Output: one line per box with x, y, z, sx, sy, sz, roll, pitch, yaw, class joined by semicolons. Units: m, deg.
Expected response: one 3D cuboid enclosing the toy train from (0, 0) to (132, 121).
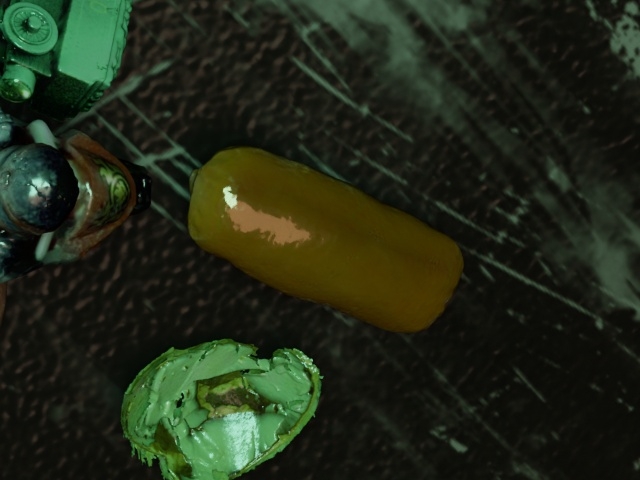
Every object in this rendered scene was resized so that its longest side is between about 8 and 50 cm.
-0.178;-0.158;1.301;0.099;0.172;0.070;22;143;-22;toy train

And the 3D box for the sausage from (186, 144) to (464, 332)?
0.000;0.000;1.454;0.238;0.098;0.098;23;101;-27;sausage

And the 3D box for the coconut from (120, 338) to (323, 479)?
-0.085;0.137;1.496;0.158;0.055;0.133;8;109;-20;coconut

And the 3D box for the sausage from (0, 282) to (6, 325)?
-0.263;0.054;1.401;0.054;0.059;0.094;11;109;-14;sausage

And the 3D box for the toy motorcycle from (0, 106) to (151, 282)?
-0.297;-0.032;1.277;0.401;0.207;0.134;1;94;-18;toy motorcycle
